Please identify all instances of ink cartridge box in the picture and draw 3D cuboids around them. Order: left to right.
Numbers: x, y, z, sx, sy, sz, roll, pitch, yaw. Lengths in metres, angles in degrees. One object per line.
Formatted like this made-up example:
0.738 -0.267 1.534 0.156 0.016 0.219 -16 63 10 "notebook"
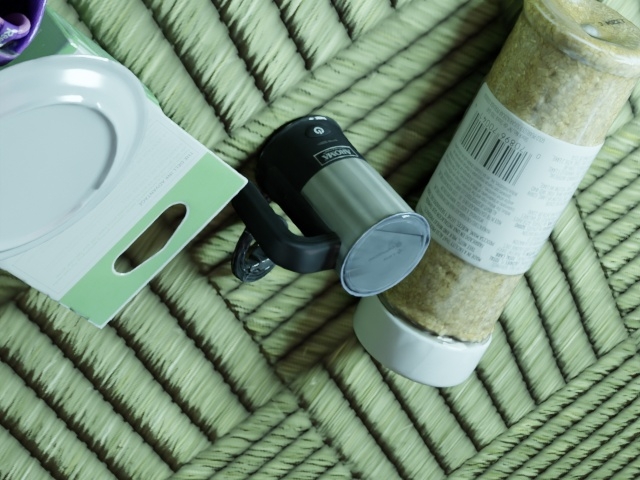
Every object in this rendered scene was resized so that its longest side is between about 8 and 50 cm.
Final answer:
-0.182 -0.048 1.345 0.171 0.056 0.235 -45 144 6 "ink cartridge box"

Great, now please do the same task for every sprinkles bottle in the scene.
0.153 -0.041 1.590 0.121 0.121 0.355 1 128 -42 "sprinkles bottle"

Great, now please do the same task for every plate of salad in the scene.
-0.207 -0.056 1.228 0.200 0.048 0.200 -27 151 -17 "plate of salad"

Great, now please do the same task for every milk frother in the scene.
0.000 0.000 1.489 0.129 0.135 0.143 -27 142 -17 "milk frother"

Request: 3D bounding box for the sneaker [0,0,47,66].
-0.233 -0.138 1.168 0.095 0.104 0.236 14 119 -49 "sneaker"
